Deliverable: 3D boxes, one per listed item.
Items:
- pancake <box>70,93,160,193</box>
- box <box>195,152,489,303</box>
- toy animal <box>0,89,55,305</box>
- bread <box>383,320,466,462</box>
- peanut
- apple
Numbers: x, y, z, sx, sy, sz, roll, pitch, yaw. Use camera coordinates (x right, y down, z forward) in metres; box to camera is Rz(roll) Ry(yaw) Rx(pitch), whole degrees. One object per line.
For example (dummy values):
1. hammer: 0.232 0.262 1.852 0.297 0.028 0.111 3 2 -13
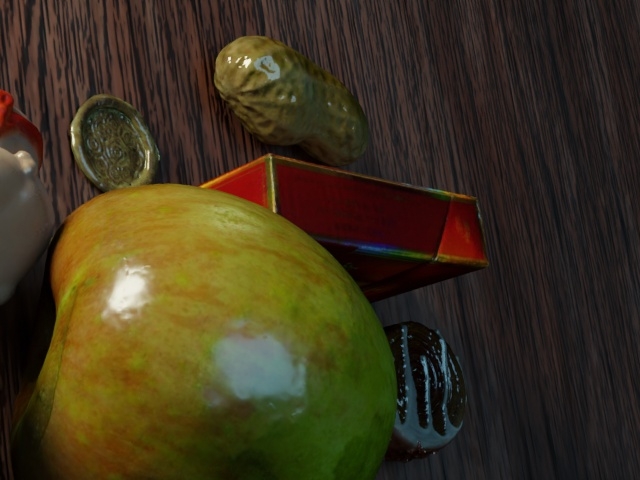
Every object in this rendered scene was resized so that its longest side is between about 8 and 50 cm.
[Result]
1. pancake: -0.208 -0.095 1.378 0.115 0.011 0.115 19 63 -42
2. box: 0.000 0.000 1.418 0.313 0.197 0.089 8 69 -44
3. toy animal: -0.308 -0.053 1.147 0.171 0.171 0.198 32 15 -34
4. bread: 0.096 0.172 1.544 0.160 0.073 0.161 20 61 -41
5. peanut: -0.030 -0.151 1.525 0.226 0.095 0.108 27 73 -41
6. apple: -0.101 0.125 1.157 0.339 0.339 0.340 19 62 -40
